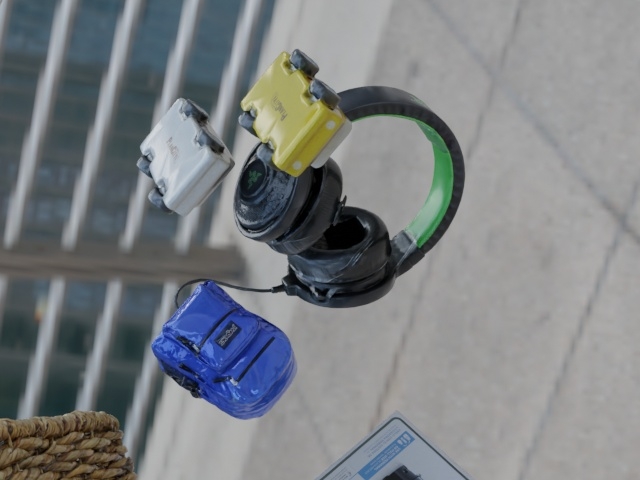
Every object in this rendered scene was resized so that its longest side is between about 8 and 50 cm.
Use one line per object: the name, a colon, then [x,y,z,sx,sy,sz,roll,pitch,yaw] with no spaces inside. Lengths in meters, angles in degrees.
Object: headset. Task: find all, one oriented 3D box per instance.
headset: [0.000,0.000,2.086,0.394,0.243,0.185,-38,38,1]

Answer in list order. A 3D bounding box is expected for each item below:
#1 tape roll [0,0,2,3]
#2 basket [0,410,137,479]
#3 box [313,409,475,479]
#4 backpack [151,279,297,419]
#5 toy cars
tape roll: [-0.262,-0.239,1.141,0.219,0.072,0.219,-4,-90,-78]
basket: [-0.276,0.285,1.542,0.223,0.213,0.299,68,-164,8]
box: [0.115,0.315,1.682,0.290,0.169,0.087,42,145,18]
backpack: [-0.086,0.106,1.682,0.098,0.120,0.101,-51,-16,-13]
toy cars: [-0.078,-0.103,1.992,0.394,0.087,0.176,-17,45,51]
